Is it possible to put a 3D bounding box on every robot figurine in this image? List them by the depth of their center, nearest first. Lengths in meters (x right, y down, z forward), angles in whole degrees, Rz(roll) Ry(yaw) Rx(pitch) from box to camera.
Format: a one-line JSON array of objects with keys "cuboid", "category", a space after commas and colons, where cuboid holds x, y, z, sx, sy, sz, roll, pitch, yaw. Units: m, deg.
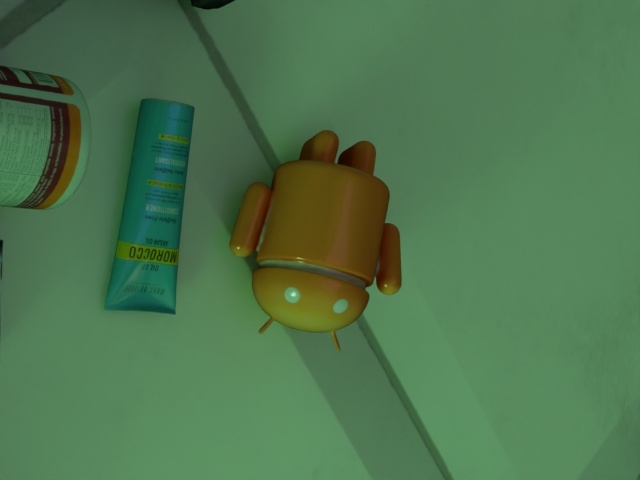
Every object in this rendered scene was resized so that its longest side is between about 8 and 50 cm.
[{"cuboid": [0.002, 0.000, 1.463, 0.158, 0.128, 0.219, 28, 71, -52], "category": "robot figurine"}]

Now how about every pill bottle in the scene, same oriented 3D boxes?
[{"cuboid": [-0.313, -0.093, 1.183, 0.221, 0.121, 0.121, 6, 85, -41], "category": "pill bottle"}]

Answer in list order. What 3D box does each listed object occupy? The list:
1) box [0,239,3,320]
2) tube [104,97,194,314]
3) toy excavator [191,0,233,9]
[{"cuboid": [-0.367, 0.051, 1.189, 0.207, 0.036, 0.114, 4, 87, -42], "category": "box"}, {"cuboid": [-0.163, -0.032, 1.374, 0.080, 0.052, 0.207, 7, 91, -32], "category": "tube"}, {"cuboid": [-0.210, -0.343, 1.256, 0.445, 0.222, 0.433, 21, 75, -26], "category": "toy excavator"}]
